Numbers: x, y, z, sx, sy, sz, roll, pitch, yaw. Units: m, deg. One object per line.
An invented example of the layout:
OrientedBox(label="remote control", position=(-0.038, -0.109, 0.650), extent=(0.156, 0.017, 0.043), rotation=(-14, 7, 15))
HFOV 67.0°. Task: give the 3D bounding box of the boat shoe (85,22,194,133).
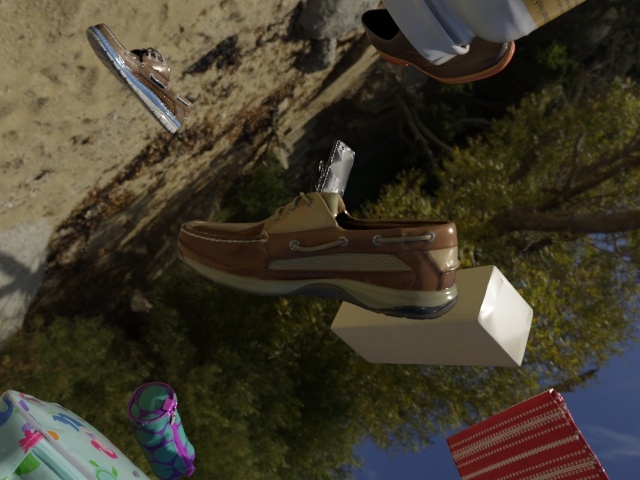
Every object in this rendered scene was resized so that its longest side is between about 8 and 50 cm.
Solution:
OrientedBox(label="boat shoe", position=(-0.248, -0.236, 0.683), extent=(0.066, 0.183, 0.066), rotation=(-47, -123, -9))

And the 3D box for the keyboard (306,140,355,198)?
OrientedBox(label="keyboard", position=(0.011, -0.123, 1.020), extent=(0.038, 0.100, 0.192), rotation=(6, -109, 40))

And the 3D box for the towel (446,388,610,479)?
OrientedBox(label="towel", position=(0.289, 0.351, 0.600), extent=(0.031, 0.275, 0.199), rotation=(5, 141, -40))

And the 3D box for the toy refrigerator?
OrientedBox(label="toy refrigerator", position=(0.148, 0.112, 0.694), extent=(0.269, 0.102, 0.094), rotation=(-17, -144, 50))

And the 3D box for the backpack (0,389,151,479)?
OrientedBox(label="backpack", position=(-0.200, 0.239, 0.333), extent=(0.191, 0.253, 0.225), rotation=(-39, 170, -25))

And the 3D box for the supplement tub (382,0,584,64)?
OrientedBox(label="supplement tub", position=(0.194, -0.315, 0.397), extent=(0.316, 0.228, 0.228), rotation=(-25, -164, 32))

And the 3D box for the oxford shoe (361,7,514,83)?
OrientedBox(label="oxford shoe", position=(0.178, -0.327, 0.790), extent=(0.271, 0.098, 0.097), rotation=(26, -84, 39))

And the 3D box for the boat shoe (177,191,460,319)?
OrientedBox(label="boat shoe", position=(0.000, 0.000, 0.561), extent=(0.323, 0.120, 0.122), rotation=(8, -166, 6))

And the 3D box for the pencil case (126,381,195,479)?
OrientedBox(label="pencil case", position=(-0.220, 0.271, 0.677), extent=(0.070, 0.152, 0.064), rotation=(12, -141, 20))
